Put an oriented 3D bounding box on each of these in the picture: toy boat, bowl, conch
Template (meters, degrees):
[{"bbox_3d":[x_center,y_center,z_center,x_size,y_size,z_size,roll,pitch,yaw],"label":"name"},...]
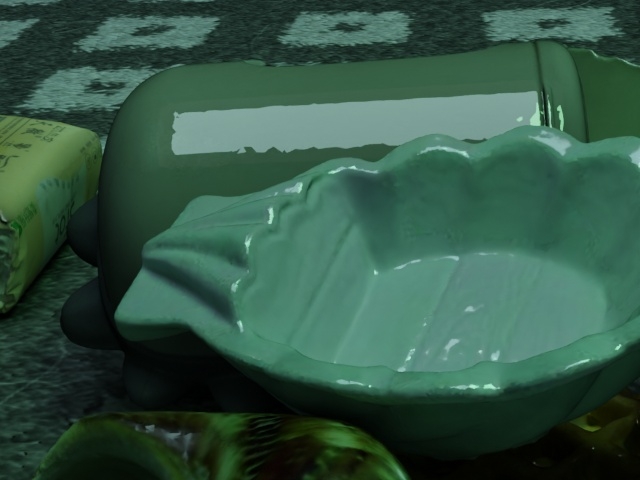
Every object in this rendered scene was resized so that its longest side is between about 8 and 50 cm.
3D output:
[{"bbox_3d":[0.051,0.030,0.653,0.290,0.100,0.199,3,36,24],"label":"toy boat"},{"bbox_3d":[0.224,-0.051,0.972,0.212,0.112,0.211,21,2,-1],"label":"bowl"},{"bbox_3d":[-0.035,0.152,0.572,0.187,0.124,0.181,-40,40,16],"label":"conch"}]

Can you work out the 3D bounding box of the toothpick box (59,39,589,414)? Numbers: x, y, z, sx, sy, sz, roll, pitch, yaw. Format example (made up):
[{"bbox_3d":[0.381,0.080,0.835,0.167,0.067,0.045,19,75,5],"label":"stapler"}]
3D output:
[{"bbox_3d":[0.000,0.000,0.829,0.317,0.229,0.229,-3,23,5],"label":"toothpick box"}]

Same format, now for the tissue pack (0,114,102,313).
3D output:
[{"bbox_3d":[-0.282,-0.029,1.051,0.186,0.090,0.222,6,22,4],"label":"tissue pack"}]

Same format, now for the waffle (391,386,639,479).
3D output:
[{"bbox_3d":[0.123,0.142,0.662,0.244,0.058,0.237,-4,26,4],"label":"waffle"}]
